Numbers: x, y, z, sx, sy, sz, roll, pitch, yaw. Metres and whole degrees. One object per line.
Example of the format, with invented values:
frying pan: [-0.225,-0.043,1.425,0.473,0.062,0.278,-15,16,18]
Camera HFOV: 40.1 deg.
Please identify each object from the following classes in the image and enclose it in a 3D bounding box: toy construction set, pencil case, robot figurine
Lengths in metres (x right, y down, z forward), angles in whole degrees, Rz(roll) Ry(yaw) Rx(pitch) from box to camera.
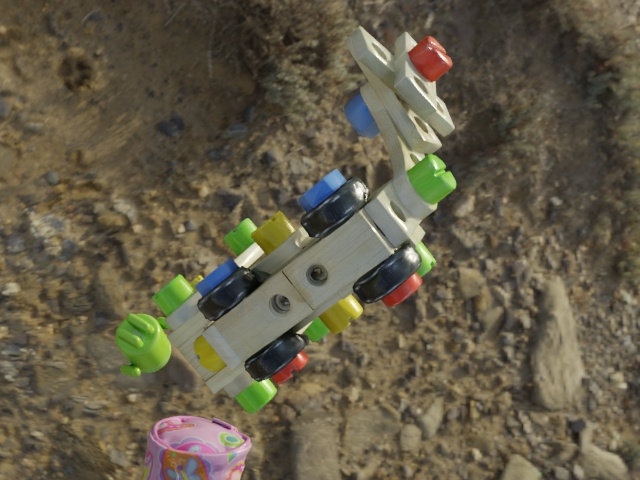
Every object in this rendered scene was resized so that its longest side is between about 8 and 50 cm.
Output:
toy construction set: [0.000,0.000,0.662,0.151,0.328,0.215,38,24,3]
pencil case: [-0.153,0.347,0.996,0.124,0.124,0.284,3,99,-30]
robot figurine: [-0.257,0.150,1.280,0.067,0.115,0.101,24,65,20]
